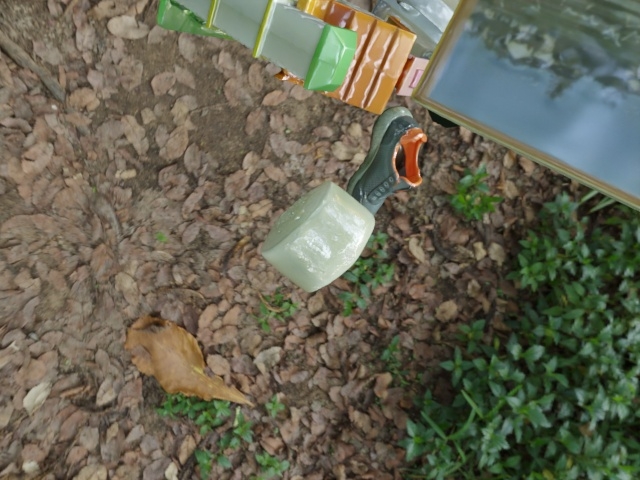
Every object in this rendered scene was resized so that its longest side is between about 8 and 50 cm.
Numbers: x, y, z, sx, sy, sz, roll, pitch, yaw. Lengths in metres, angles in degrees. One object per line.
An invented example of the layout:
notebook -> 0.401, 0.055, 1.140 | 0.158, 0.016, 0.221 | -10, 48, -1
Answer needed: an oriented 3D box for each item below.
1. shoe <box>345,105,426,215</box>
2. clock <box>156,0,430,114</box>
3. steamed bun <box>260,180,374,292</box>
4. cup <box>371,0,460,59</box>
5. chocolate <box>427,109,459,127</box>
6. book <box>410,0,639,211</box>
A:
shoe -> 0.186, -0.162, 1.358 | 0.132, 0.171, 0.337 | -6, 130, -37
clock -> -0.016, -0.234, 0.597 | 0.219, 0.255, 0.106 | -16, 137, -50
steamed bun -> 0.000, 0.000, 1.220 | 0.200, 0.155, 0.250 | 42, 103, -18
cup -> 0.252, -0.464, 1.122 | 0.257, 0.301, 0.227 | 36, 106, 4
chocolate -> 0.353, -0.390, 1.342 | 0.156, 0.156, 0.133 | 28, 64, -19
book -> 0.251, -0.196, 0.288 | 0.262, 0.028, 0.374 | 31, 106, 15
